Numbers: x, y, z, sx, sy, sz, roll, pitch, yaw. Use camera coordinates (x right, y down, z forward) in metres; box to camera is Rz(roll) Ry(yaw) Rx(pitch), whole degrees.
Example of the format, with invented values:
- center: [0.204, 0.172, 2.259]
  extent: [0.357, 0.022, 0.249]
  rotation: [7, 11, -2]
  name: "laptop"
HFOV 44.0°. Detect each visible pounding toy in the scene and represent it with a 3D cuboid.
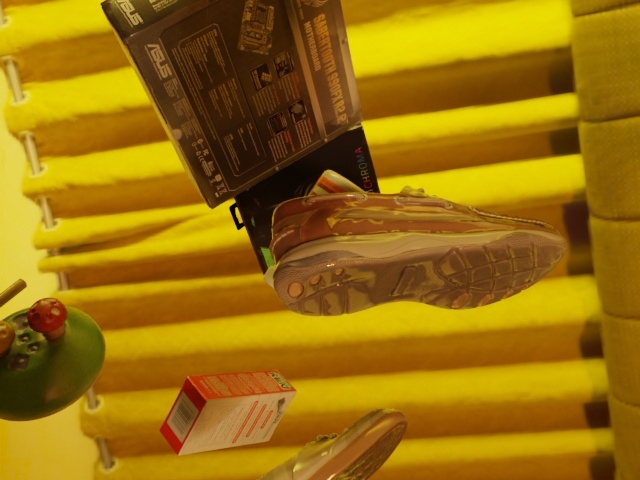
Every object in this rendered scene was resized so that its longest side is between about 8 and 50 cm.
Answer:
- center: [-0.410, 0.123, 1.063]
  extent: [0.183, 0.237, 0.110]
  rotation: [-46, -32, -32]
  name: "pounding toy"

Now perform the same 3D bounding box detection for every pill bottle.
- center: [0.000, 0.000, 0.934]
  extent: [0.152, 0.086, 0.086]
  rotation: [-55, -15, 1]
  name: "pill bottle"

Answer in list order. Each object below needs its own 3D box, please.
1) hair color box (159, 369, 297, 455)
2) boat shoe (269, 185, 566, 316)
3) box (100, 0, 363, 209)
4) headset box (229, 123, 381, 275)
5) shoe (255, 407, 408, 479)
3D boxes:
- center: [-0.120, 0.226, 1.056]
  extent: [0.167, 0.053, 0.093]
  rotation: [8, -63, -49]
  name: "hair color box"
- center: [0.102, -0.004, 0.798]
  extent: [0.123, 0.325, 0.116]
  rotation: [118, 143, -46]
  name: "boat shoe"
- center: [-0.064, -0.152, 0.707]
  extent: [0.056, 0.183, 0.231]
  rotation: [53, 170, 32]
  name: "box"
- center: [-0.035, -0.092, 1.520]
  extent: [0.131, 0.283, 0.246]
  rotation: [-106, -1, -61]
  name: "headset box"
- center: [-0.018, 0.209, 0.696]
  extent: [0.058, 0.219, 0.076]
  rotation: [47, 162, 30]
  name: "shoe"
